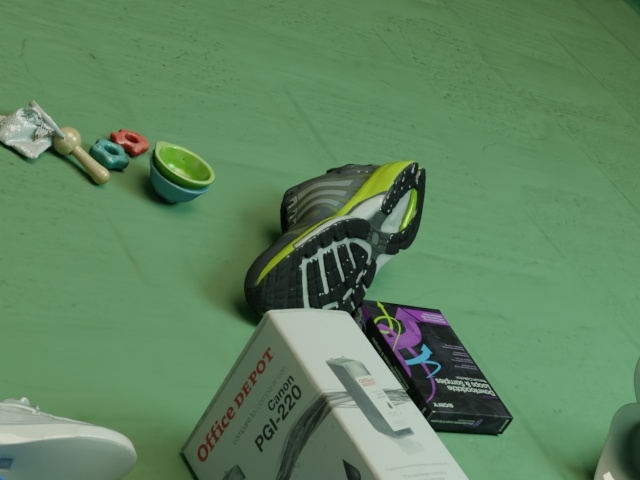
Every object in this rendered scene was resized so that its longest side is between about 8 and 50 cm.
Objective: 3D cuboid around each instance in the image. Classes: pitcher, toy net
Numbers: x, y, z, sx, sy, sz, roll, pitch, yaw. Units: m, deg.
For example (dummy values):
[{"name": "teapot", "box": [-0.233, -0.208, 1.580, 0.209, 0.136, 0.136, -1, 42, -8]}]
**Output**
[{"name": "pitcher", "box": [0.383, 0.192, 1.323, 0.207, 0.178, 0.125, 3, 8, -40]}, {"name": "toy net", "box": [-0.223, -0.104, 1.300, 0.232, 0.045, 0.122, 20, 30, -25]}]

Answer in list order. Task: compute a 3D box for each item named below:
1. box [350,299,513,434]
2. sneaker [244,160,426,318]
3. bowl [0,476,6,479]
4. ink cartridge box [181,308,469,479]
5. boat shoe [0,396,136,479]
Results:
[{"name": "box", "box": [0.111, 0.127, 1.295, 0.116, 0.029, 0.162, 9, 36, -39]}, {"name": "sneaker", "box": [0.000, 0.000, 1.324, 0.121, 0.111, 0.300, 7, 25, 29]}, {"name": "bowl", "box": [-0.258, 0.238, 0.650, 0.391, 0.077, 0.391, 26, 27, -15]}, {"name": "ink cartridge box", "box": [0.006, 0.178, 0.947, 0.092, 0.159, 0.218, 6, 37, -41]}, {"name": "boat shoe", "box": [-0.218, 0.137, 0.889, 0.184, 0.066, 0.063, 3, 39, -29]}]
